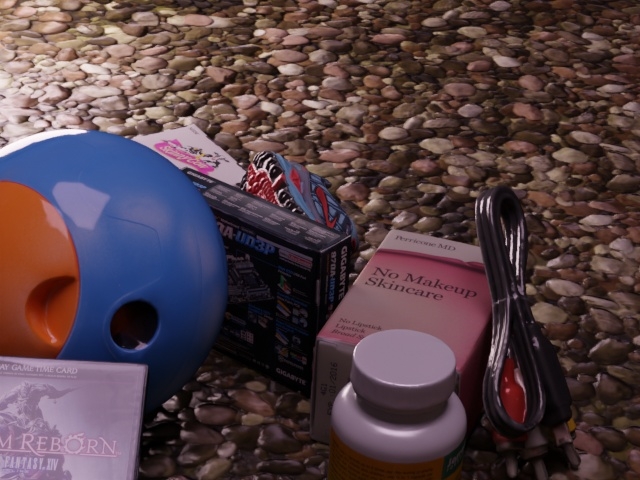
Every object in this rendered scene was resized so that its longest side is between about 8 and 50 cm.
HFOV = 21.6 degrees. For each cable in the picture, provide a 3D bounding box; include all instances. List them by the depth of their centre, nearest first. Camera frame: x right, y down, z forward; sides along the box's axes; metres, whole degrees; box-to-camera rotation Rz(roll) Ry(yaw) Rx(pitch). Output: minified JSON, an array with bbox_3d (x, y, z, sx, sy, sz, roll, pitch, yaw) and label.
[{"bbox_3d":[0.172,0.088,1.598,0.139,0.072,0.287,1,67,-47],"label":"cable"}]

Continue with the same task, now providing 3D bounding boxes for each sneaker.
[{"bbox_3d":[0.000,0.000,1.867,0.125,0.104,0.261,15,38,-31],"label":"sneaker"}]

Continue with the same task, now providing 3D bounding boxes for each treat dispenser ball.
[{"bbox_3d":[-0.231,0.038,1.597,0.288,0.288,0.288,3,30,-1],"label":"treat dispenser ball"}]

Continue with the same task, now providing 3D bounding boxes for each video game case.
[{"bbox_3d":[-0.254,0.225,1.397,0.196,0.026,0.274,3,62,0],"label":"video game case"}]

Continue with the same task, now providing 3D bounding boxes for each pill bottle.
[{"bbox_3d":[0.065,0.186,1.448,0.118,0.208,0.117,3,30,-1],"label":"pill bottle"}]

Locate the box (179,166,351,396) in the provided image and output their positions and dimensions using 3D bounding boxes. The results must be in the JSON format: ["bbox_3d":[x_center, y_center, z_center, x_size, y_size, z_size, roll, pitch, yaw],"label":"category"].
[{"bbox_3d":[-0.074,0.041,1.720,0.220,0.175,0.051,23,35,31],"label":"box"}]

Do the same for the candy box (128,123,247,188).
[{"bbox_3d":[-0.198,-0.058,1.984,0.196,0.070,0.165,-15,35,-29],"label":"candy box"}]

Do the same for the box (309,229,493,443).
[{"bbox_3d":[0.098,0.105,1.675,0.149,0.126,0.232,12,31,16],"label":"box"}]
